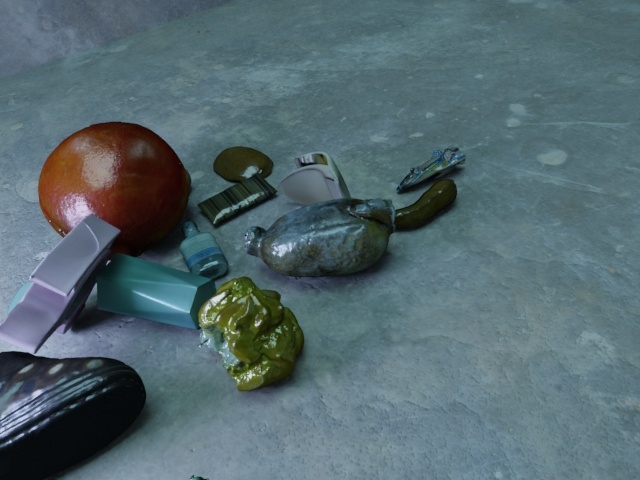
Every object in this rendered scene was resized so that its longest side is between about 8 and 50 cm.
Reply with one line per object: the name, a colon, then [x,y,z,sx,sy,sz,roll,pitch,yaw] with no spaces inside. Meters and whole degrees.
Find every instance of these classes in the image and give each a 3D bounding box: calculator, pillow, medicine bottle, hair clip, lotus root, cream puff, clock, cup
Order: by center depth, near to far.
cream puff: [-0.131,0.163,0.988,0.194,0.195,0.221,-35,49,-25]
clock: [-0.538,0.121,1.047,0.080,0.275,0.290,30,29,-11]
cup: [-0.352,0.121,1.126,0.235,0.148,0.134,12,20,20]
lotus root: [0.001,0.002,1.153,0.349,0.175,0.175,-11,41,7]
calculator: [-0.707,0.138,1.263,0.095,0.021,0.153,-4,45,9]
medicine bottle: [-0.298,0.022,1.273,0.090,0.054,0.208,-26,41,-13]
hair clip: [0.006,-0.142,1.320,0.282,0.173,0.113,18,57,45]
pillow: [-0.229,-0.115,1.422,0.203,0.038,0.113,-29,47,-18]

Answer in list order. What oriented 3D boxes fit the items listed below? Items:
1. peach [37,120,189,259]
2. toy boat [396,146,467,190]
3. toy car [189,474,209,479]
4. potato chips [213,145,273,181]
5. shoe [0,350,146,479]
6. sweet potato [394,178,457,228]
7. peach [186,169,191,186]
peach: [-0.515,-0.120,1.307,0.289,0.372,0.373,-26,27,41]
toy boat: [0.288,-0.185,1.367,0.210,0.066,0.084,-31,11,-8]
toy car: [-0.227,0.434,0.796,0.143,0.054,0.073,-29,46,-17]
potato chips: [-0.236,-0.237,1.554,0.150,0.049,0.201,-40,54,-22]
shoe: [-0.520,0.295,0.934,0.383,0.171,0.237,-27,43,-12]
sweet potato: [0.246,-0.080,1.258,0.233,0.062,0.081,-29,29,-14]
peach: [-0.417,-0.174,1.499,0.083,0.083,0.083,-7,41,6]
